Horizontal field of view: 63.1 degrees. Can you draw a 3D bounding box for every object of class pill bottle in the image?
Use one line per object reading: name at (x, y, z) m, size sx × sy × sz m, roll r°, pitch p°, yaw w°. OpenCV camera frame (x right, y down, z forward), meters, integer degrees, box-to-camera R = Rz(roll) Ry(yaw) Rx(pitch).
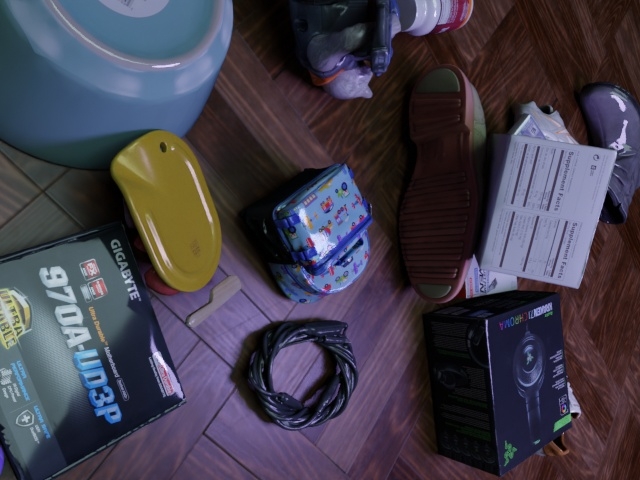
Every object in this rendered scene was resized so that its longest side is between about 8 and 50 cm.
pill bottle at (0.188, -0.402, 0.901) m, size 0.152 × 0.086 × 0.086 m, roll -24°, pitch 103°, yaw -37°

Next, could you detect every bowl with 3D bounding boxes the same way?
bowl at (-0.213, -0.235, 0.522) m, size 0.312 × 0.163 × 0.311 m, roll 1°, pitch 88°, yaw -39°

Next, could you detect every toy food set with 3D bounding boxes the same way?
toy food set at (-0.175, -0.010, 0.580) m, size 0.128 × 0.071 × 0.217 m, roll -55°, pitch 134°, yaw -57°

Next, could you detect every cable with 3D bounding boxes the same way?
cable at (-0.024, 0.189, 0.733) m, size 0.185 × 0.047 × 0.150 m, roll 0°, pitch 93°, yaw -41°

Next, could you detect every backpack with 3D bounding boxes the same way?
backpack at (0.000, 0.000, 0.712) m, size 0.158 × 0.117 × 0.173 m, roll -38°, pitch 113°, yaw -33°

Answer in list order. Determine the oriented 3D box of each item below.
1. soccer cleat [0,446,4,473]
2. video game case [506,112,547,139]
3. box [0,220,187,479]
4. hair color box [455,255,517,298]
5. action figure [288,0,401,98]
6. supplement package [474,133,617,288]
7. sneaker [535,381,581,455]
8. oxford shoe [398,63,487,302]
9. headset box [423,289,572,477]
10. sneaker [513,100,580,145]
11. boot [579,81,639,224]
soccer cleat at (-0.366, 0.087, 0.418) m, size 0.318 × 0.109 × 0.116 m, roll 51°, pitch 61°, yaw -21°
video game case at (0.395, -0.118, 1.046) m, size 0.183 × 0.023 × 0.201 m, roll 41°, pitch 86°, yaw -30°
box at (-0.258, 0.110, 0.538) m, size 0.175 × 0.051 × 0.220 m, roll -23°, pitch 102°, yaw -37°
hair color box at (0.305, 0.056, 0.993) m, size 0.167 × 0.053 × 0.093 m, roll -3°, pitch 89°, yaw -40°
action figure at (0.011, -0.358, 0.722) m, size 0.341 × 0.179 × 0.330 m, roll -78°, pitch 156°, yaw -57°
supplement package at (0.342, -0.064, 0.857) m, size 0.262 × 0.145 × 0.203 m, roll -44°, pitch 144°, yaw -73°
sneaker at (0.488, 0.299, 1.085) m, size 0.106 × 0.123 × 0.289 m, roll 19°, pitch 75°, yaw -35°
oxford shoe at (0.233, -0.090, 0.893) m, size 0.147 × 0.141 × 0.396 m, roll 10°, pitch 85°, yaw -48°
headset box at (0.329, 0.250, 0.952) m, size 0.247 × 0.131 × 0.282 m, roll -8°, pitch 93°, yaw -38°
sneaker at (0.519, -0.234, 1.156) m, size 0.263 × 0.099 × 0.120 m, roll 12°, pitch 76°, yaw -39°
boot at (0.732, -0.213, 1.318) m, size 0.338 × 0.118 × 0.222 m, roll 45°, pitch 67°, yaw -23°
